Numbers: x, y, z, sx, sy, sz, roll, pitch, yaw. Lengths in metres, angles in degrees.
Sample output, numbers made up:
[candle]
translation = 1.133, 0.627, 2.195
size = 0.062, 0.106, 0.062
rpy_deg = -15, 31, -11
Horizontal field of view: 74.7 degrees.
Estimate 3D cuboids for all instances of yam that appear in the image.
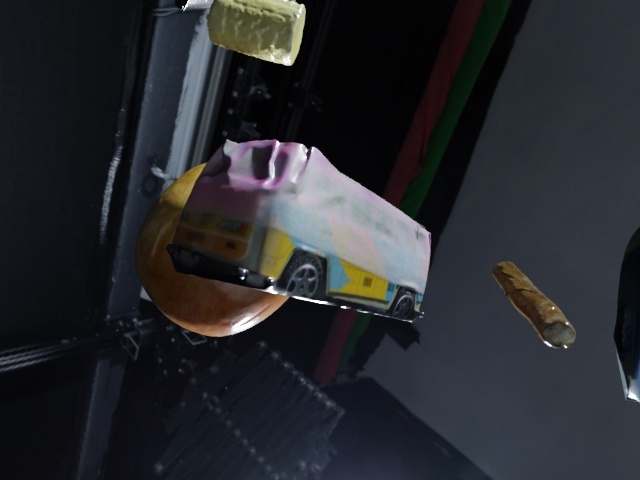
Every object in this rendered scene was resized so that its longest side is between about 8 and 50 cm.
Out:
[yam]
translation = 0.365, 0.103, 0.735
size = 0.241, 0.057, 0.057
rpy_deg = -87, 14, -67

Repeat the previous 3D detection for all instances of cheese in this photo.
[cheese]
translation = -0.120, -0.410, 0.799
size = 0.094, 0.167, 0.123
rpy_deg = 110, 173, -67

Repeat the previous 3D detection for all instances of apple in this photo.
[apple]
translation = -0.213, 0.009, 0.962
size = 0.391, 0.391, 0.346
rpy_deg = -32, -16, -33

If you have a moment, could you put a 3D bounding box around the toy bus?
[toy bus]
translation = 0.000, 0.000, 0.550
size = 0.386, 0.171, 0.162
rpy_deg = 22, -101, -51

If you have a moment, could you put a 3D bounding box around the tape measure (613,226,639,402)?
[tape measure]
translation = 0.498, 0.099, 0.458
size = 0.138, 0.262, 0.259
rpy_deg = -73, -26, -72

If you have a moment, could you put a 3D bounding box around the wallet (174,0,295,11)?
[wallet]
translation = -0.145, -0.564, 0.910
size = 0.318, 0.172, 0.045
rpy_deg = -29, -84, -38
